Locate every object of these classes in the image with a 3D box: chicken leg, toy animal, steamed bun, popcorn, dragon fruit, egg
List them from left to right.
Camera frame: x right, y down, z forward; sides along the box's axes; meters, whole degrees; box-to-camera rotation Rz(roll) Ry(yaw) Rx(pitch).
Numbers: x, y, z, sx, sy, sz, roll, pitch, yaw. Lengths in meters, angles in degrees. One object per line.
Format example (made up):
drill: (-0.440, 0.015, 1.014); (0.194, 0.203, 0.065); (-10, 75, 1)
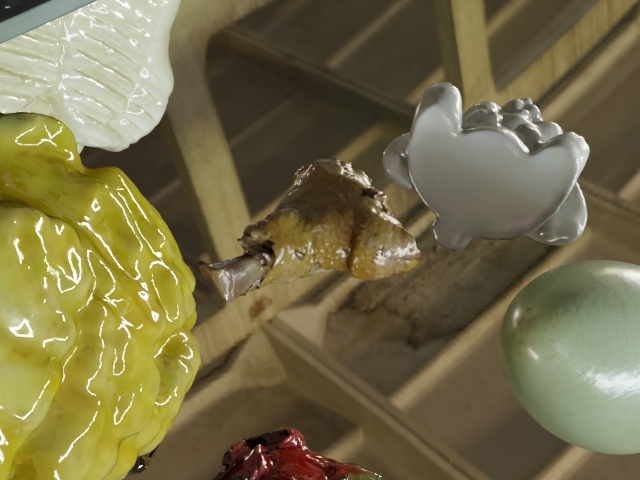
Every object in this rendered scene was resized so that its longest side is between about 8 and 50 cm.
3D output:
popcorn: (-0.168, 0.046, 0.483); (0.203, 0.200, 0.226); (-17, -126, 20)
steamed bun: (-0.295, -0.214, 0.870); (0.237, 0.346, 0.394); (10, -129, 32)
dragon fruit: (-0.034, 0.379, 1.504); (0.293, 0.234, 0.234); (-31, -145, 20)
chicken leg: (0.000, 0.000, 1.579); (0.295, 0.182, 0.409); (19, -152, 33)
toy animal: (0.228, -0.093, 1.373); (0.272, 0.206, 0.265); (21, -166, 10)
egg: (0.315, 0.126, 1.162); (0.218, 0.295, 0.218); (-24, -124, 41)

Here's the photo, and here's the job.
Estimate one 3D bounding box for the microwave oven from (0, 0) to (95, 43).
microwave oven: (-0.187, -0.224, 0.633); (0.208, 0.122, 0.162); (-25, -114, -3)

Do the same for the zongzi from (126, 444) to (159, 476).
zongzi: (-0.337, 0.201, 1.679); (0.134, 0.286, 0.288); (-14, -153, 30)
